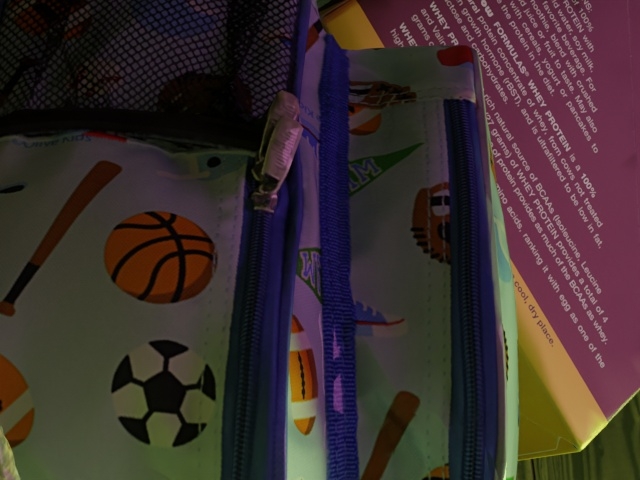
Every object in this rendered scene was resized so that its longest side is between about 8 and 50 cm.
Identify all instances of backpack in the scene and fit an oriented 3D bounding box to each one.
[{"bbox_3d":[-0.042,0.062,0.553,0.263,0.213,0.276,-77,165,-46],"label":"backpack"}]

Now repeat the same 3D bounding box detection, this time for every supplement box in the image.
[{"bbox_3d":[0.076,-0.035,0.742,0.129,0.194,0.191,-20,-75,54],"label":"supplement box"}]

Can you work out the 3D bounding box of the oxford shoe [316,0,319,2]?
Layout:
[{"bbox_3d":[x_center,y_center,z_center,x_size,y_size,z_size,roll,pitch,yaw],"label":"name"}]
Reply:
[{"bbox_3d":[0.000,-0.080,0.865,0.449,0.130,0.169,50,21,-27],"label":"oxford shoe"}]

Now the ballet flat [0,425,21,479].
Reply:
[{"bbox_3d":[-0.104,0.149,0.363,0.106,0.107,0.316,-152,-122,-71],"label":"ballet flat"}]
